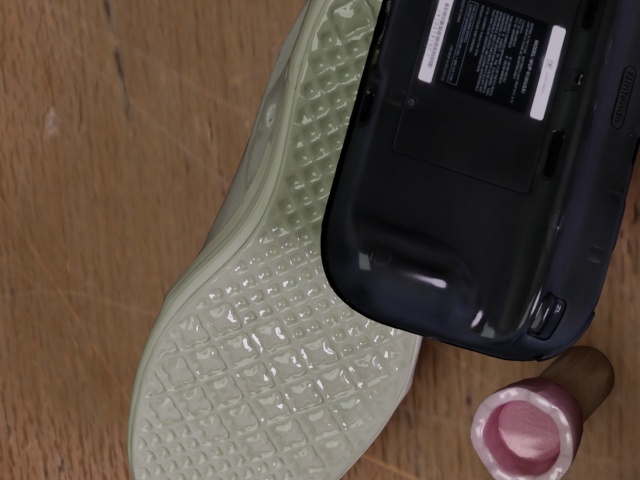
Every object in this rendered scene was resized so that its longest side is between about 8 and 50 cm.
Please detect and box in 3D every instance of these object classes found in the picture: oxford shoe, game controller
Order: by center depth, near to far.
[{"bbox_3d":[0.109,-0.097,0.993,0.166,0.067,0.319,16,84,-8],"label":"game controller"},{"bbox_3d":[0.000,0.000,1.142,0.169,0.130,0.449,19,112,-7],"label":"oxford shoe"}]

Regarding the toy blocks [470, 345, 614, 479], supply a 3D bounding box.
[{"bbox_3d":[0.261,0.154,0.978,0.288,0.260,0.309,-42,84,31],"label":"toy blocks"}]
